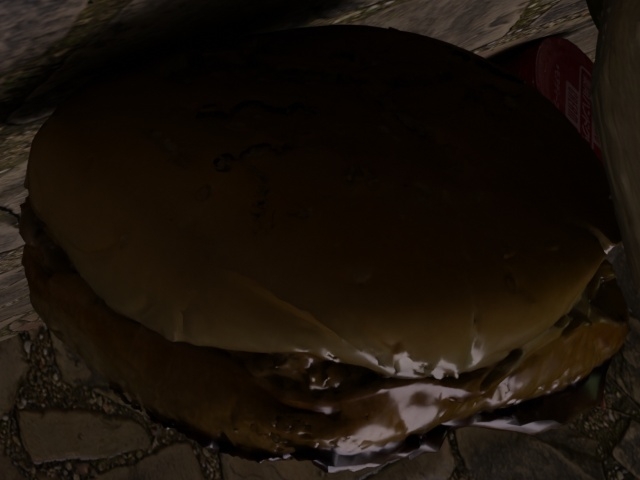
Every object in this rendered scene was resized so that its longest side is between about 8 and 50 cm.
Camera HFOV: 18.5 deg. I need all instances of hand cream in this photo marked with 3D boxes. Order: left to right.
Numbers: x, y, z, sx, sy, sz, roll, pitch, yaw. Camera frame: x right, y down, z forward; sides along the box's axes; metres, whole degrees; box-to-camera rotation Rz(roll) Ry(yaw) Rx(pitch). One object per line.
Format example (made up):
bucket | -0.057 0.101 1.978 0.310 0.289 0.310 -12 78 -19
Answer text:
hand cream | 0.221 -0.100 2.002 0.125 0.193 0.193 -22 179 33

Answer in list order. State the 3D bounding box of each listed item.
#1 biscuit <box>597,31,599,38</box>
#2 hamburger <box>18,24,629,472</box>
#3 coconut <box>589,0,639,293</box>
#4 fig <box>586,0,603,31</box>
biscuit | 0.383 -0.252 1.961 0.224 0.033 0.144 -23 176 -1
hamburger | 0.008 0.000 1.056 0.304 0.174 0.284 -17 -142 -34
coconut | 0.299 -0.089 0.902 0.346 0.360 0.346 -11 -143 8
fig | 0.277 -0.206 1.245 0.259 0.151 0.151 -50 -176 -11
